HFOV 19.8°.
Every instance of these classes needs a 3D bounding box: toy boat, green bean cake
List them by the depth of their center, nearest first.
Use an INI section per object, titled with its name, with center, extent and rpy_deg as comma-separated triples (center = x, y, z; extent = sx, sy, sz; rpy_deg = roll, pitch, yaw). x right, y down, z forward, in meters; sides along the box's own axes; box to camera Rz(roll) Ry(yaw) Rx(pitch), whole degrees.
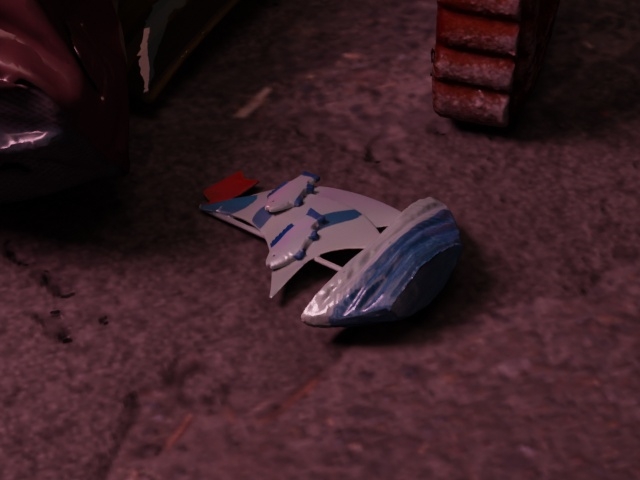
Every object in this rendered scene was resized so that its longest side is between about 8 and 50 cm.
[toy boat]
center = 0.012, -0.003, 0.931
extent = 0.105, 0.034, 0.149
rpy_deg = -22, 35, -19
[green bean cake]
center = 0.102, -0.146, 0.998
extent = 0.056, 0.136, 0.135
rpy_deg = 13, 43, 13

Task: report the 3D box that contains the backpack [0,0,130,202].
[backpack]
center = -0.248, -0.165, 0.958
extent = 0.317, 0.197, 0.283
rpy_deg = 1, 71, 14

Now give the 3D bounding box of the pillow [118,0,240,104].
[pillow]
center = -0.129, -0.181, 1.100
extent = 0.212, 0.052, 0.208
rpy_deg = 25, 55, 20
